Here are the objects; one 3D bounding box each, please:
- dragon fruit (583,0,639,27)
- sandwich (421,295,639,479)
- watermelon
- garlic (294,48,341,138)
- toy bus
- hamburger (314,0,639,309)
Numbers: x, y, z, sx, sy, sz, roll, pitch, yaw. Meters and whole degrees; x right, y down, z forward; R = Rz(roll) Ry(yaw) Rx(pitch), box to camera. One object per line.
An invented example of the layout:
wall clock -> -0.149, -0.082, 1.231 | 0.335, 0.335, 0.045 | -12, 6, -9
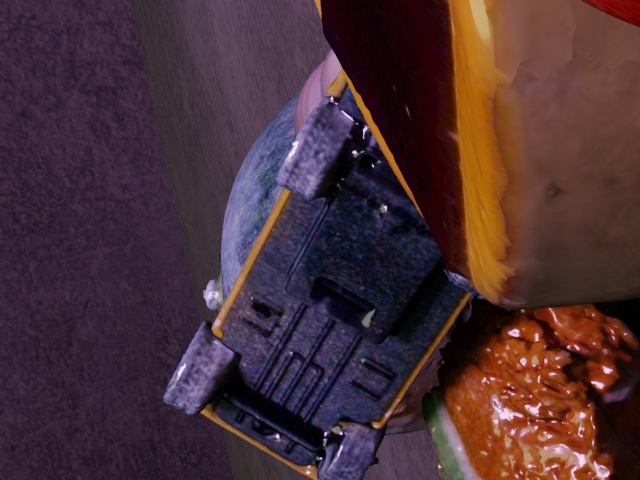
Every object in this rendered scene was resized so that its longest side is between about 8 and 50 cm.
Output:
dragon fruit -> 0.102, -0.157, 0.391 | 0.299, 0.244, 0.244 | 28, 137, 48
sandwich -> 0.136, 0.110, 0.994 | 0.160, 0.109, 0.185 | -67, 33, 36
watermelon -> -0.006, 0.002, 1.348 | 0.322, 0.175, 0.188 | 88, 163, -48
garlic -> 0.067, -0.044, 1.086 | 0.194, 0.127, 0.131 | 55, 162, 8
toy bus -> 0.030, -0.004, 0.981 | 0.123, 0.121, 0.335 | -61, 0, -41
hamburger -> 0.089, -0.122, 0.645 | 0.300, 0.176, 0.300 | 163, 90, -82
